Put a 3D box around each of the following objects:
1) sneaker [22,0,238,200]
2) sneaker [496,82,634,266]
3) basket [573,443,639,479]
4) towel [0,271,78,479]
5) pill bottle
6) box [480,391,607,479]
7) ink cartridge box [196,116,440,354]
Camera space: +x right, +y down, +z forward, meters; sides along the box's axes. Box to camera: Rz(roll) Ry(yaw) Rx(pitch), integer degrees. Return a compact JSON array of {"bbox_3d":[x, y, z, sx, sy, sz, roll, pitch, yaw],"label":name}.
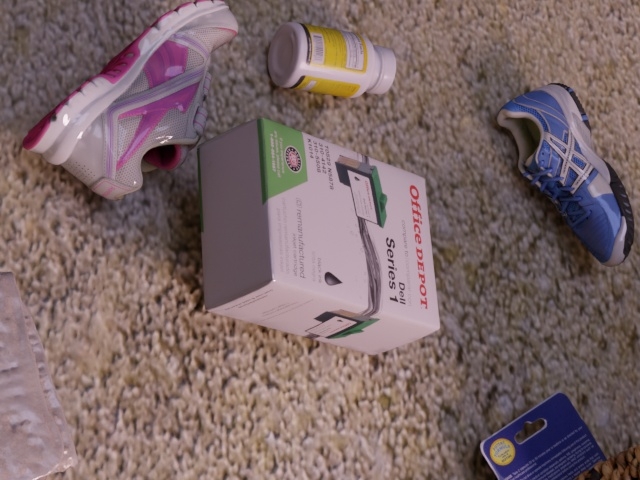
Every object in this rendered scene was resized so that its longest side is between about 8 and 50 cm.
[{"bbox_3d":[-0.150,-0.122,1.756,0.111,0.103,0.252,49,56,-8],"label":"sneaker"},{"bbox_3d":[0.249,-0.062,2.002,0.081,0.080,0.211,-12,64,-30],"label":"sneaker"},{"bbox_3d":[0.419,0.257,1.808,0.299,0.223,0.213,-4,66,-49],"label":"basket"},{"bbox_3d":[-0.338,0.128,1.527,0.282,0.049,0.187,-8,70,-35],"label":"towel"},{"bbox_3d":[0.013,-0.173,1.904,0.116,0.065,0.065,7,62,-31],"label":"pill bottle"},{"bbox_3d":[0.239,0.266,1.841,0.136,0.036,0.225,-27,84,-41],"label":"box"},{"bbox_3d":[0.000,0.000,1.751,0.219,0.093,0.160,17,60,-43],"label":"ink cartridge box"}]
